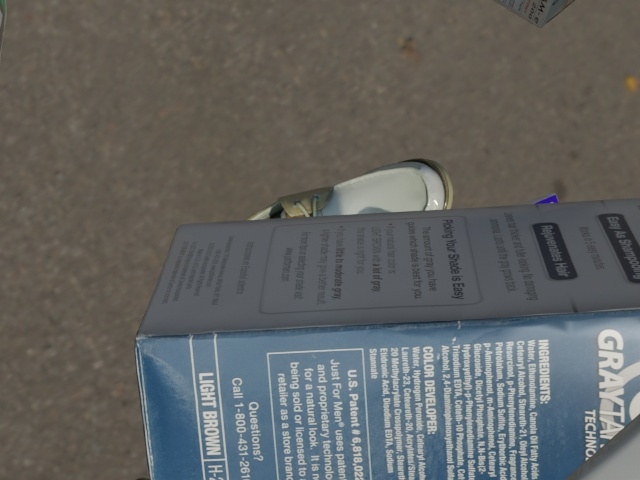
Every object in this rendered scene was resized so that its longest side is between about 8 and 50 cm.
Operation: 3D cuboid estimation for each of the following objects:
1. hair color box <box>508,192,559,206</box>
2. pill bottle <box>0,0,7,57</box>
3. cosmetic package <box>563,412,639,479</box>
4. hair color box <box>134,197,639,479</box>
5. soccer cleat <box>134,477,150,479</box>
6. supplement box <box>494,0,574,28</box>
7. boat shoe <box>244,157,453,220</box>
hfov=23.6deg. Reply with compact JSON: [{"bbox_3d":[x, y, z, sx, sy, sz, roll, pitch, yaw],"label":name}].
[{"bbox_3d":[0.192,0.035,2.127,0.339,0.185,0.110,-19,90,-53],"label":"hair color box"},{"bbox_3d":[-0.415,-0.132,1.461,0.204,0.204,0.361,31,34,-29],"label":"pill bottle"},{"bbox_3d":[0.288,0.037,0.406,0.453,0.230,0.161,-4,54,-49],"label":"cosmetic package"},{"bbox_3d":[0.094,0.054,0.761,0.174,0.347,0.105,-85,171,-71],"label":"hair color box"},{"bbox_3d":[-0.168,0.310,1.817,0.060,0.072,0.179,56,3,32],"label":"soccer cleat"},{"bbox_3d":[0.133,-0.196,1.064,0.098,0.036,0.062,34,47,17],"label":"supplement box"},{"bbox_3d":[0.000,0.000,1.636,0.103,0.302,0.113,8,58,-56],"label":"boat shoe"}]
